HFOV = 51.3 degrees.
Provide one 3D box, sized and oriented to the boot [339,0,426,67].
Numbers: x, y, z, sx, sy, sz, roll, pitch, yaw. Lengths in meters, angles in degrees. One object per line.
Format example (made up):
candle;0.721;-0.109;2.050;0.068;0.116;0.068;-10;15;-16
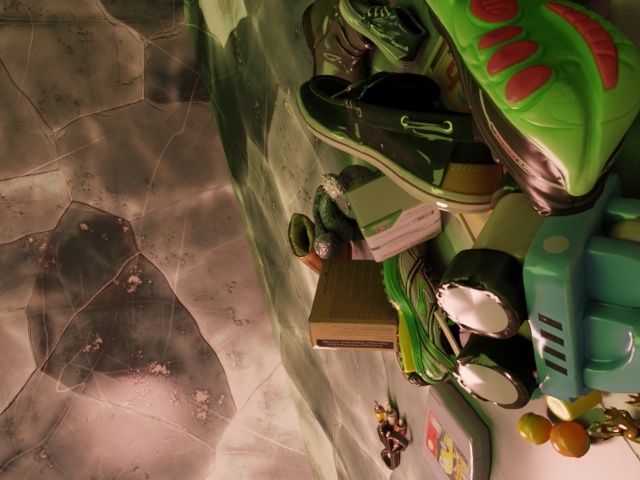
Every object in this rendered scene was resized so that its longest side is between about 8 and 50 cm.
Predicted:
boot;0.118;-0.414;1.237;0.190;0.069;0.086;45;149;10

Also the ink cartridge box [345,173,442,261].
ink cartridge box;0.145;-0.051;1.273;0.208;0.153;0.086;60;-175;-68

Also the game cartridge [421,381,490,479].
game cartridge;0.310;0.480;1.529;0.196;0.060;0.294;48;149;45

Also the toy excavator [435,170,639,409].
toy excavator;0.369;0.035;0.726;0.445;0.222;0.432;12;140;34

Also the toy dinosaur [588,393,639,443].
toy dinosaur;0.459;0.265;0.917;0.112;0.064;0.211;45;164;-18

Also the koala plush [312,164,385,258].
koala plush;0.073;-0.096;1.506;0.221;0.196;0.203;103;156;-64

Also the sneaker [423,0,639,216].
sneaker;0.219;-0.207;0.778;0.482;0.185;0.202;-85;-12;-49

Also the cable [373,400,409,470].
cable;0.219;0.584;1.926;0.139;0.072;0.287;31;150;40

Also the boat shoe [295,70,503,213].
boat shoe;0.121;-0.208;1.107;0.500;0.187;0.155;42;132;50

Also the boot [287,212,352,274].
boot;0.000;0.000;1.725;0.269;0.089;0.236;45;-159;-52

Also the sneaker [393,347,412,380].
sneaker;0.211;0.248;1.584;0.086;0.064;0.192;132;123;-75

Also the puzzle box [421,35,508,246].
puzzle box;0.275;-0.132;1.085;0.272;0.052;0.408;112;138;-63

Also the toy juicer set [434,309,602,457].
toy juicer set;0.350;0.247;1.166;0.329;0.089;0.209;31;148;53

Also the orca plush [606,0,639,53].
orca plush;0.351;-0.298;0.628;0.287;0.151;0.102;58;-134;-64

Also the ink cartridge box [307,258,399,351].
ink cartridge box;0.086;0.142;1.515;0.234;0.193;0.088;-76;-17;-54

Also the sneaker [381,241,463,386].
sneaker;0.230;0.120;1.379;0.146;0.134;0.343;-20;78;36

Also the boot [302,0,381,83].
boot;0.064;-0.380;1.399;0.223;0.118;0.338;-8;103;67
